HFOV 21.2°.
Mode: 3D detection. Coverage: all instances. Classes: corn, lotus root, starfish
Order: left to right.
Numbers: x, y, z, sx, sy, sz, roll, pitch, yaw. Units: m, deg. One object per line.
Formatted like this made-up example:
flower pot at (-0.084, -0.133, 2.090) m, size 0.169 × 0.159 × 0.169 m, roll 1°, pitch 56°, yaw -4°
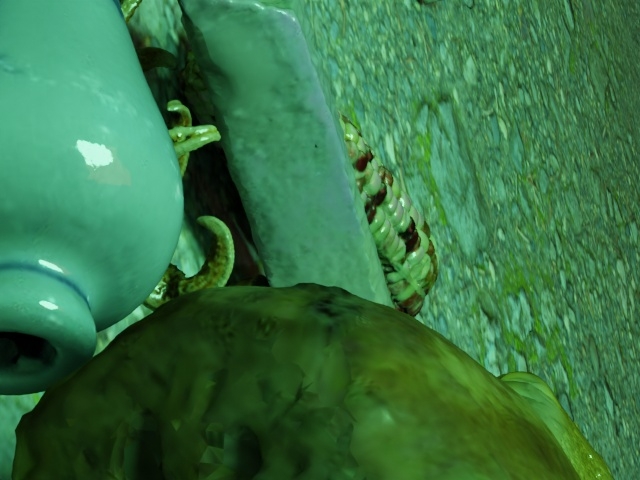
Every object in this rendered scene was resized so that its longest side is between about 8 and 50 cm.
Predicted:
starfish at (-0.092, -0.060, 0.874) m, size 0.190 × 0.074 × 0.146 m, roll -109°, pitch -174°, yaw -50°
lotus root at (-0.030, 0.152, 0.655) m, size 0.250 × 0.316 × 0.316 m, roll 56°, pitch 30°, yaw -59°
corn at (-0.008, -0.039, 1.102) m, size 0.280 × 0.092 × 0.092 m, roll 51°, pitch 34°, yaw -42°

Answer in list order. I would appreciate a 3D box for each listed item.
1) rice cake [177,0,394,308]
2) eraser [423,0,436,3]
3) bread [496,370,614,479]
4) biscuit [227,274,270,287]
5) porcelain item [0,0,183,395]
rice cake at (0.000, 0.000, 1.027) m, size 0.064 × 0.070 × 0.399 m, roll -98°, pitch 172°, yaw -53°
eraser at (0.054, -0.318, 1.402) m, size 0.343 × 0.078 × 0.144 m, roll 28°, pitch 55°, yaw -64°
bread at (0.151, 0.209, 1.289) m, size 0.173 × 0.121 × 0.311 m, roll 56°, pitch 15°, yaw -1°
biscuit at (-0.052, 0.109, 0.969) m, size 0.250 × 0.035 × 0.162 m, roll -77°, pitch 145°, yaw -55°
porcelain item at (-0.130, -0.059, 0.736) m, size 0.141 × 0.141 × 0.259 m, roll 51°, pitch 27°, yaw -51°
